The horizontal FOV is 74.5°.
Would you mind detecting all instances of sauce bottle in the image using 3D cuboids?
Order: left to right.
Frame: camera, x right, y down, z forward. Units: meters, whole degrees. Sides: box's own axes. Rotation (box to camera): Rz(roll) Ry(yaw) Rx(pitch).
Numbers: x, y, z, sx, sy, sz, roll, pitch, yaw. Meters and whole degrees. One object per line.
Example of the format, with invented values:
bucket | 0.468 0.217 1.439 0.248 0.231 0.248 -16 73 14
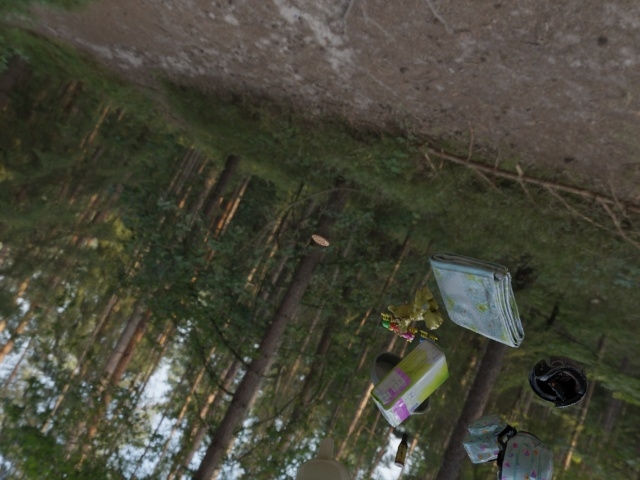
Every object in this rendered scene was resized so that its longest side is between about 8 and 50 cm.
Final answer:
sauce bottle | 0.327 0.840 1.686 0.042 0.128 0.042 12 131 15

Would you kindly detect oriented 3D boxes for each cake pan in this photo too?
cake pan | 0.327 0.599 1.752 0.293 0.054 0.293 29 -153 -16

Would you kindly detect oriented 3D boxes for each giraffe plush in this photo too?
giraffe plush | 0.384 0.301 1.746 0.170 0.181 0.210 -28 155 28

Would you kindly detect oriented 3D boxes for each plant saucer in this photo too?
plant saucer | 0.000 0.000 1.819 0.083 0.013 0.083 27 162 10

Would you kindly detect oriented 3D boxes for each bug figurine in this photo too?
bug figurine | 0.400 0.424 1.960 0.279 0.072 0.216 29 171 -22

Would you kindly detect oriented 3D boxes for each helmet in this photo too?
helmet | 0.796 0.469 1.413 0.169 0.169 0.161 20 179 14

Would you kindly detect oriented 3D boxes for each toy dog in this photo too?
toy dog | 0.006 0.922 1.449 0.285 0.395 0.408 -9 141 3

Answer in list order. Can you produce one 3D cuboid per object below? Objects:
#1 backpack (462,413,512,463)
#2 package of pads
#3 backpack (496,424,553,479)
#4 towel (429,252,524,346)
backpack | 0.627 0.746 1.579 0.144 0.188 0.166 59 -170 16
package of pads | 0.327 0.513 1.518 0.101 0.296 0.229 41 165 39
backpack | 0.468 0.512 0.965 0.115 0.152 0.182 -2 159 31
towel | 0.592 0.218 1.625 0.374 0.090 0.320 18 131 64
